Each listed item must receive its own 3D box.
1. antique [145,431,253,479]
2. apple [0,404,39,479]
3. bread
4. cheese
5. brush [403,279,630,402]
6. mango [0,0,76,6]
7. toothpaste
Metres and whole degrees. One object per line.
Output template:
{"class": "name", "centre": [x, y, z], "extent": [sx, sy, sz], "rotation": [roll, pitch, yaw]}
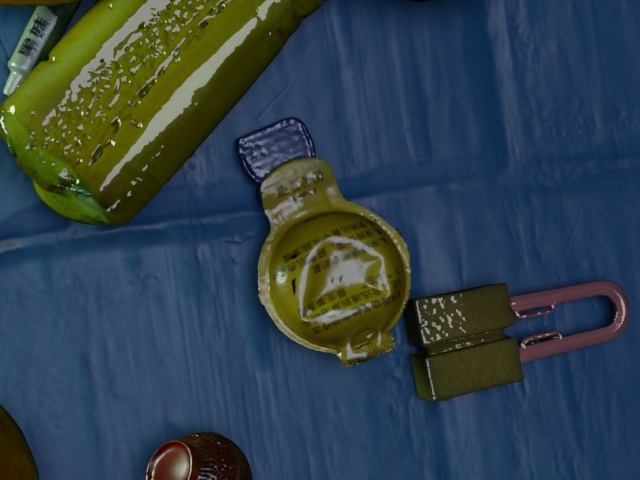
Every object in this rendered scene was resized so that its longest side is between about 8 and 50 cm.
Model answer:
{"class": "antique", "centre": [-0.110, 0.228, 1.510], "extent": [0.104, 0.104, 0.104], "rotation": [1, 88, -14]}
{"class": "apple", "centre": [-0.360, 0.226, 1.408], "extent": [0.237, 0.207, 0.237], "rotation": [0, 75, 0]}
{"class": "bread", "centre": [-0.131, -0.181, 1.503], "extent": [0.166, 0.112, 0.383], "rotation": [40, 84, 11]}
{"class": "cheese", "centre": [0.000, 0.000, 1.564], "extent": [0.156, 0.064, 0.250], "rotation": [-21, 84, -15]}
{"class": "brush", "centre": [0.203, 0.087, 1.621], "extent": [0.233, 0.047, 0.103], "rotation": [-11, 90, -16]}
{"class": "mango", "centre": [-0.303, -0.297, 1.477], "extent": [0.262, 0.109, 0.157], "rotation": [19, 87, 4]}
{"class": "toothpaste", "centre": [-0.248, -0.224, 1.527], "extent": [0.049, 0.031, 0.204], "rotation": [26, 79, -4]}
